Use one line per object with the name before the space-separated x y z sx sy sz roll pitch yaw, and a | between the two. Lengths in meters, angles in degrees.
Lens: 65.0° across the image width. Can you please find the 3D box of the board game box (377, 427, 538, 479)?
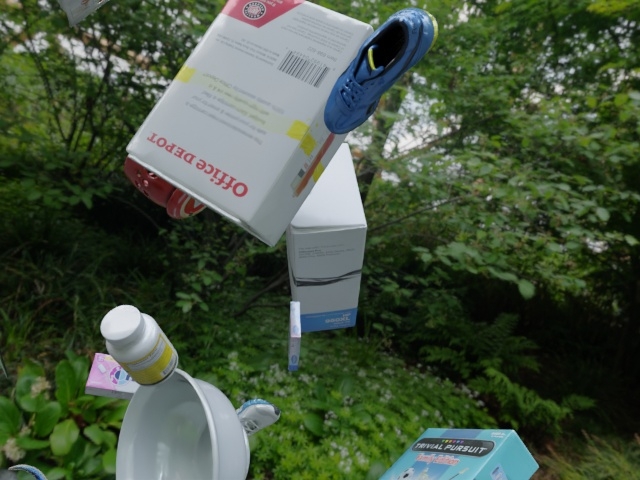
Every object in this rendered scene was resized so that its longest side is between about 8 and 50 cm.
board game box | 0.171 0.461 0.861 0.079 0.336 0.254 56 -30 3

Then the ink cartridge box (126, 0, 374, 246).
ink cartridge box | -0.110 -0.225 0.894 0.279 0.385 0.160 30 -7 19

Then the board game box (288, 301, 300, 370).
board game box | -0.049 0.176 0.929 0.020 0.090 0.090 1 36 -5

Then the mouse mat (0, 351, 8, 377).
mouse mat | -0.648 0.160 0.967 0.007 0.153 0.189 -24 48 -40

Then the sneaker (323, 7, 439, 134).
sneaker | 0.056 -0.209 0.641 0.069 0.209 0.082 54 44 4

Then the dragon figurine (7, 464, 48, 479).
dragon figurine | -0.521 0.567 0.987 0.289 0.085 0.144 52 16 -9

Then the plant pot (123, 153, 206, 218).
plant pot | -0.345 -0.159 1.213 0.174 0.191 0.191 47 12 10

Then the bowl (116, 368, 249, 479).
bowl | -0.215 0.369 0.853 0.134 0.298 0.297 15 7 -45

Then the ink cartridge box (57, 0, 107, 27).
ink cartridge box | -0.492 -0.659 1.127 0.091 0.308 0.385 49 -13 -17

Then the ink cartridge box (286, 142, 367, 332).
ink cartridge box | 0.000 0.000 1.244 0.166 0.395 0.286 -5 50 -5

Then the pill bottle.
pill bottle | -0.227 0.131 0.629 0.065 0.065 0.116 22 -34 23

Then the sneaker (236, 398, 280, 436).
sneaker | -0.163 0.387 1.027 0.071 0.190 0.083 52 26 -26

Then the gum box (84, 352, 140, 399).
gum box | -0.608 0.423 1.542 0.188 0.062 0.107 15 49 -18
